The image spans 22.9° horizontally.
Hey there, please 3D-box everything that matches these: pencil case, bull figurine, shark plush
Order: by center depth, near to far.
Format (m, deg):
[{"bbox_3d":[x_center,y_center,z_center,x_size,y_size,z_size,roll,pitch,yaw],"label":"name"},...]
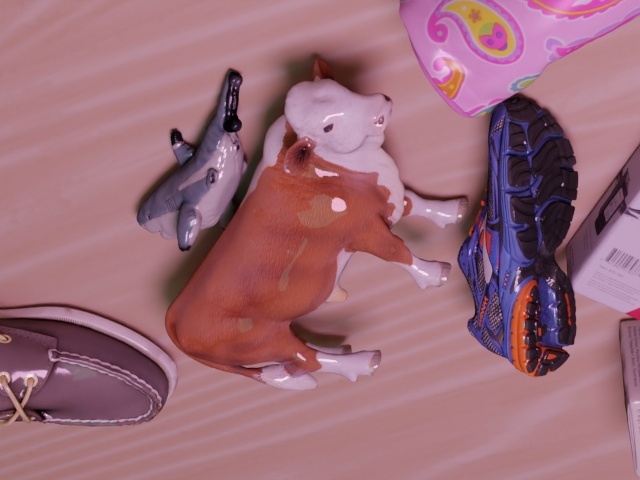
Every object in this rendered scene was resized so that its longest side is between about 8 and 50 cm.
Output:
[{"bbox_3d":[0.194,-0.194,1.094,0.284,0.124,0.124,-28,118,22],"label":"pencil case"},{"bbox_3d":[-0.101,-0.061,1.263,0.067,0.073,0.161,35,133,18],"label":"shark plush"},{"bbox_3d":[0.000,0.000,1.264,0.188,0.101,0.310,27,125,-17],"label":"bull figurine"}]

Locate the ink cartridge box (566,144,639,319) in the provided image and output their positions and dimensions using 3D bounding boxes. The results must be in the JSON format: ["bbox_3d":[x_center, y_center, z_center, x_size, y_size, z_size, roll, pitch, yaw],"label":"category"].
[{"bbox_3d":[0.280,-0.010,1.251,0.109,0.063,0.150,24,125,-10],"label":"ink cartridge box"}]

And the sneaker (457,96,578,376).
[{"bbox_3d":[0.145,-0.003,1.243,0.087,0.083,0.221,12,108,44],"label":"sneaker"}]

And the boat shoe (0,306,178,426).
[{"bbox_3d":[-0.289,0.113,1.379,0.325,0.096,0.116,14,126,-4],"label":"boat shoe"}]

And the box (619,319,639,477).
[{"bbox_3d":[0.390,0.118,1.305,0.275,0.113,0.094,-5,126,11],"label":"box"}]
